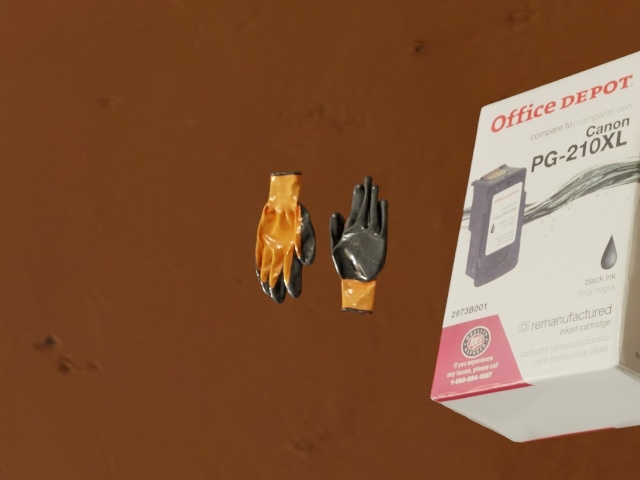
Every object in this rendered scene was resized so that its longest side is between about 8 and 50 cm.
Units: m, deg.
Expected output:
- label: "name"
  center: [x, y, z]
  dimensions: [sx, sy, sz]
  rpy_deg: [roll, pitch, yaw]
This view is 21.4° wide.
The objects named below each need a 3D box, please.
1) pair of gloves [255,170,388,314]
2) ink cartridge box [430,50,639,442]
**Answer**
- label: "pair of gloves"
  center: [0.000, 0.000, 0.915]
  dimensions: [0.010, 0.083, 0.074]
  rpy_deg: [5, -89, -58]
- label: "ink cartridge box"
  center: [0.184, 0.006, 1.173]
  dimensions: [0.100, 0.172, 0.237]
  rpy_deg: [29, -119, -33]
